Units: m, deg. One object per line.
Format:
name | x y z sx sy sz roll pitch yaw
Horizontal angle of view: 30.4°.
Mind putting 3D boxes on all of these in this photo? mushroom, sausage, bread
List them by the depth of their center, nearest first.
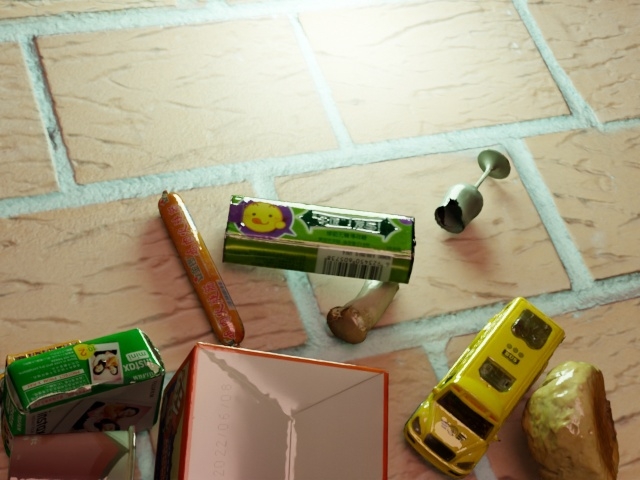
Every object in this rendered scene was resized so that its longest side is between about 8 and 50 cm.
bread | 0.435 0.329 2.052 0.134 0.244 0.244 -14 54 23
sausage | -0.215 0.049 2.113 0.053 0.053 0.347 -16 65 -25
mushroom | 0.089 0.106 2.167 0.209 0.084 0.071 -49 125 -40

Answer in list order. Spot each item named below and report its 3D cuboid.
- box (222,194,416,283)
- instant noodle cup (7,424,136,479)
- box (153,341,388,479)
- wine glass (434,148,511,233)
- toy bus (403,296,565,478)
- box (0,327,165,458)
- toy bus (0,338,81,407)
box | 0.000 0.000 2.153 0.346 0.097 0.134 6 48 -2
instant noodle cup | -0.373 0.384 1.742 0.179 0.234 0.234 6 57 -12
box | -0.083 0.374 1.804 0.319 0.257 0.348 8 64 -15
wine glass | 0.302 -0.097 2.352 0.079 0.079 0.195 36 54 7
toy bus | 0.293 0.257 2.080 0.144 0.152 0.330 39 56 8
box | -0.377 0.249 1.863 0.250 0.180 0.103 -16 54 -27
toy bus | -0.461 0.216 1.921 0.162 0.069 0.074 -13 62 -26
